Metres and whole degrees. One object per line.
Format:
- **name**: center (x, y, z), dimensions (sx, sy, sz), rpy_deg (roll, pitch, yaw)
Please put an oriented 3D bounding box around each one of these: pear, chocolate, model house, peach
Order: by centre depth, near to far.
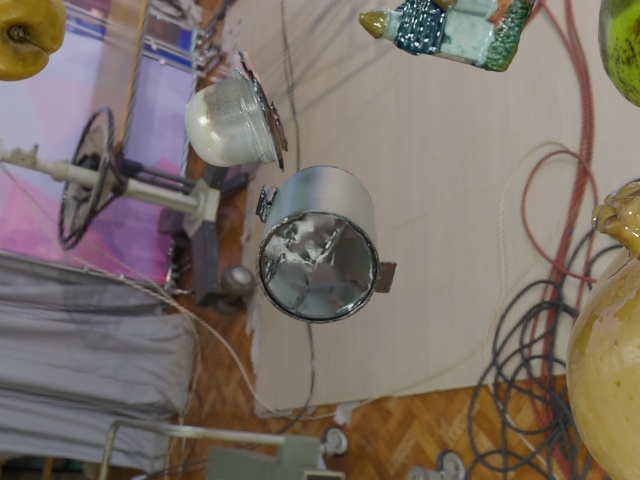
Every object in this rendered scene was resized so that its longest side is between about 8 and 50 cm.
- **peach**: center (-0.471, -0.326, 1.057), dimensions (0.103, 0.179, 0.179), rpy_deg (40, 114, 21)
- **chocolate**: center (-0.152, -0.200, 1.165), dimensions (0.221, 0.147, 0.221), rpy_deg (162, 90, -80)
- **model house**: center (0.213, -0.429, 1.321), dimensions (0.253, 0.291, 0.184), rpy_deg (-127, 41, -59)
- **pear**: center (0.756, -0.459, 1.426), dimensions (0.391, 0.391, 0.391), rpy_deg (-28, 54, 48)

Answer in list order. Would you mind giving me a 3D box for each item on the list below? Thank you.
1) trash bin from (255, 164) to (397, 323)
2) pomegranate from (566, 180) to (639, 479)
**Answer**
- **trash bin**: center (0.000, 0.000, 1.315), dimensions (0.262, 0.277, 0.217), rpy_deg (-83, 7, -67)
- **pomegranate**: center (0.419, 0.099, 0.653), dimensions (0.411, 0.411, 0.411), rpy_deg (-28, 54, 48)
